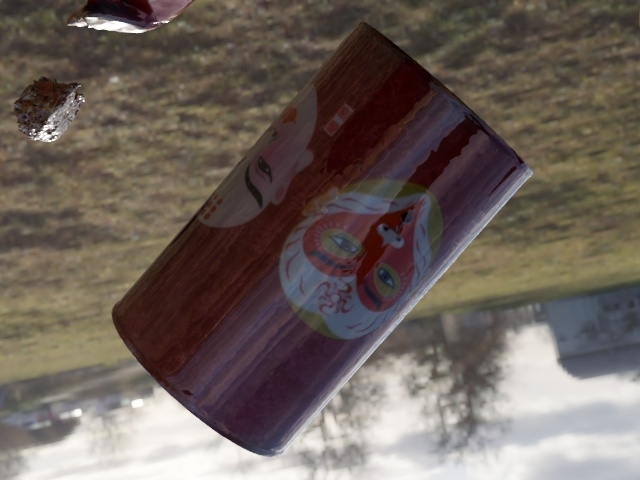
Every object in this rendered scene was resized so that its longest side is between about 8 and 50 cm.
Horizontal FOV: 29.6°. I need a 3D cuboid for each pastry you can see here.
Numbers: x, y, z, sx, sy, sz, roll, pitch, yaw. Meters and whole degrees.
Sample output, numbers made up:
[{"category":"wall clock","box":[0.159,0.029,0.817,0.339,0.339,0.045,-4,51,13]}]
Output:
[{"category":"pastry","box":[-0.337,-0.164,1.476,0.087,0.063,0.169,-51,-176,-8]}]

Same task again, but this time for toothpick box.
[{"category":"toothpick box","box":[0.000,0.000,1.056,0.333,0.204,0.204,-48,172,5]}]

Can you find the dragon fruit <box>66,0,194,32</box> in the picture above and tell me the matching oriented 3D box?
[{"category":"dragon fruit","box":[-0.121,-0.298,0.580,0.370,0.387,0.249,1,-172,10]}]

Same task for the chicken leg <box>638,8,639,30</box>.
[{"category":"chicken leg","box":[0.398,-0.241,1.330,0.085,0.101,0.207,25,175,18]}]
